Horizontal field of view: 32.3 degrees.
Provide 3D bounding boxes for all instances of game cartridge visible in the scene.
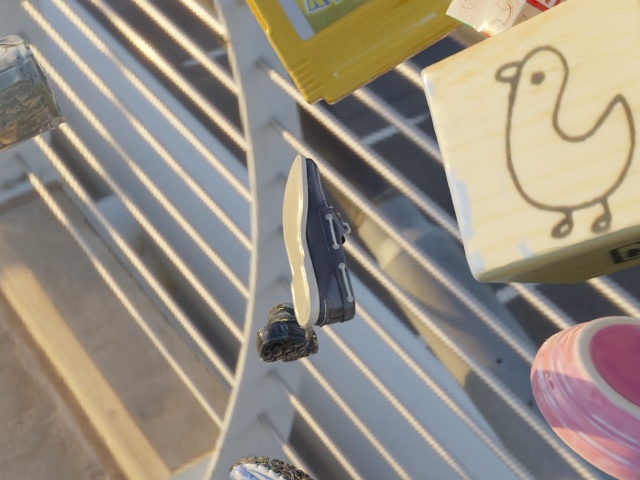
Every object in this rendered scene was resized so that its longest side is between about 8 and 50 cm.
[{"bbox_3d":[0.030,-0.387,1.554,0.285,0.052,0.324,-31,88,6],"label":"game cartridge"}]

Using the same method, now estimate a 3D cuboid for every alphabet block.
[{"bbox_3d":[0.229,-0.078,0.896,0.193,0.197,0.193,0,72,-52],"label":"alphabet block"}]

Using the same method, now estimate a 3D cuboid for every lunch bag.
[{"bbox_3d":[-0.598,-0.248,1.958,0.235,0.169,0.287,-26,2,-8],"label":"lunch bag"}]

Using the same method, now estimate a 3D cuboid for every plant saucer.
[{"bbox_3d":[0.471,0.217,1.582,0.332,0.084,0.332,10,33,-7],"label":"plant saucer"}]

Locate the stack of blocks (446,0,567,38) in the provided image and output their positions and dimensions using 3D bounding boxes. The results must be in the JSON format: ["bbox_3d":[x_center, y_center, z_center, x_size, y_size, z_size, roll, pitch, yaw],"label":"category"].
[{"bbox_3d":[0.267,-0.305,1.050,0.171,0.297,0.087,16,17,-42],"label":"stack of blocks"}]

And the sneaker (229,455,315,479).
[{"bbox_3d":[-0.018,0.450,1.623,0.330,0.130,0.147,43,90,8],"label":"sneaker"}]

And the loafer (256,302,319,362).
[{"bbox_3d":[-0.052,0.127,1.561,0.076,0.223,0.078,-21,80,6],"label":"loafer"}]

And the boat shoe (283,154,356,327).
[{"bbox_3d":[0.000,0.000,1.246,0.064,0.075,0.206,3,64,-19],"label":"boat shoe"}]
